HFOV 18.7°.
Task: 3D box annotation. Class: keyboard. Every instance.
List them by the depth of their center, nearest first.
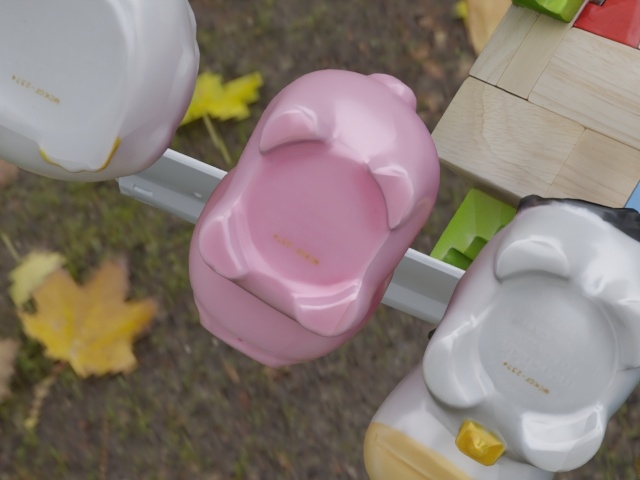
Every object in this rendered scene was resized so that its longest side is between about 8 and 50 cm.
[{"bbox_3d":[0.000,0.000,1.050,0.256,0.072,0.014,22,65,9],"label":"keyboard"}]

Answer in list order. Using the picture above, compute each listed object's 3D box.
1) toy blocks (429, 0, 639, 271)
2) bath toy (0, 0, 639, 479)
[{"bbox_3d":[0.235,-0.108,1.001,0.261,0.191,0.381,31,88,47],"label":"toy blocks"},{"bbox_3d":[0.014,0.001,0.730,0.348,0.129,0.151,35,111,0],"label":"bath toy"}]
